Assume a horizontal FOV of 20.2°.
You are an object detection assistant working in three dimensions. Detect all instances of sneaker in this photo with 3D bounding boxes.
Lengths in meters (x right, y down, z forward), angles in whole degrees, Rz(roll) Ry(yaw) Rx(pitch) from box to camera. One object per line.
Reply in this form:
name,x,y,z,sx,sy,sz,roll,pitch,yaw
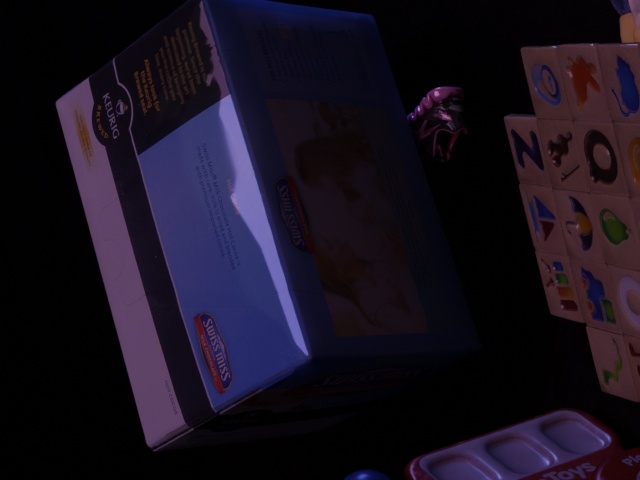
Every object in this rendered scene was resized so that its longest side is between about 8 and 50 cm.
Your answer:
sneaker,0.097,-0.091,1.661,0.119,0.047,0.057,-45,58,45

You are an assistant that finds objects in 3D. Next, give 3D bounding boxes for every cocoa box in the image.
cocoa box,-0.050,-0.016,1.616,0.228,0.231,0.347,-31,69,39

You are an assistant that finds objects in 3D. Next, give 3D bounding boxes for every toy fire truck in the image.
toy fire truck,0.139,0.227,1.291,0.254,0.302,0.169,35,134,52

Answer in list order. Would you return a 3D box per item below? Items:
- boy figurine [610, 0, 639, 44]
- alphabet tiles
boy figurine,0.266,-0.134,1.297,0.092,0.177,0.285,-31,66,18
alphabet tiles,0.234,-0.006,1.301,0.342,0.011,0.285,13,120,68
